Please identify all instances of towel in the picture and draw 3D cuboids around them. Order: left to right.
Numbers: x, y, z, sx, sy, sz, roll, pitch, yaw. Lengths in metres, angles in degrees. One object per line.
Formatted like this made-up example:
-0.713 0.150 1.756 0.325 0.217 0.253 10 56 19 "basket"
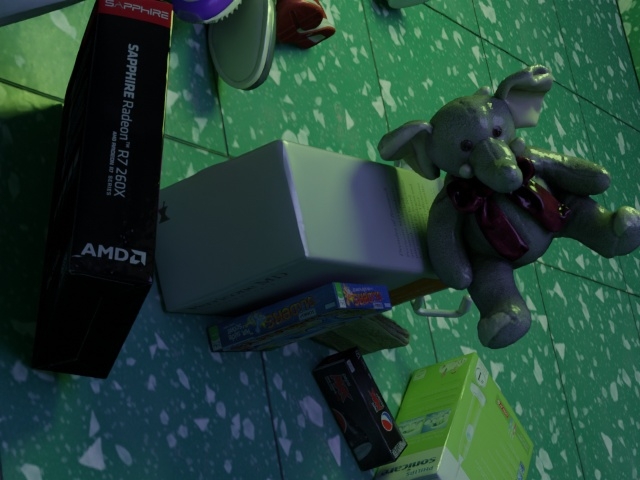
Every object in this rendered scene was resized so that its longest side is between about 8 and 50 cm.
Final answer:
0.054 0.133 2.013 0.148 0.110 0.027 32 49 -51 "towel"

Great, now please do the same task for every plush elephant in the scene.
0.232 -0.082 1.839 0.330 0.272 0.255 58 0 43 "plush elephant"

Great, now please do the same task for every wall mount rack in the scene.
0.194 -0.061 2.182 0.350 0.131 0.304 -96 -170 -51 "wall mount rack"

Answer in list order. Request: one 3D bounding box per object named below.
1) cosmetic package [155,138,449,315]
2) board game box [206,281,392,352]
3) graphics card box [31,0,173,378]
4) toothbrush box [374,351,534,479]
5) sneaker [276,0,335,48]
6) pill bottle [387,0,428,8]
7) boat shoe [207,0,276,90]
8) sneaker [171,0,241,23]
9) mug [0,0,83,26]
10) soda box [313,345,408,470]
0.000 0.000 1.886 0.453 0.230 0.161 8 65 -56 "cosmetic package"
-0.027 0.101 1.804 0.136 0.201 0.035 6 67 -57 "board game box"
-0.238 -0.063 1.530 0.094 0.233 0.370 12 55 -16 "graphics card box"
0.207 0.343 2.118 0.206 0.122 0.283 56 31 -22 "toothbrush box"
-0.050 -0.380 2.185 0.128 0.087 0.221 63 5 9 "sneaker"
0.145 -0.572 2.561 0.153 0.153 0.264 -9 80 -60 "pill bottle"
-0.098 -0.343 2.058 0.099 0.116 0.319 32 40 -45 "boat shoe"
-0.144 -0.442 1.965 0.146 0.102 0.293 72 36 -53 "sneaker"
-0.370 -0.404 1.535 0.374 0.276 0.328 -115 -172 -82 "mug"
0.057 0.241 1.997 0.169 0.060 0.053 63 29 -8 "soda box"
